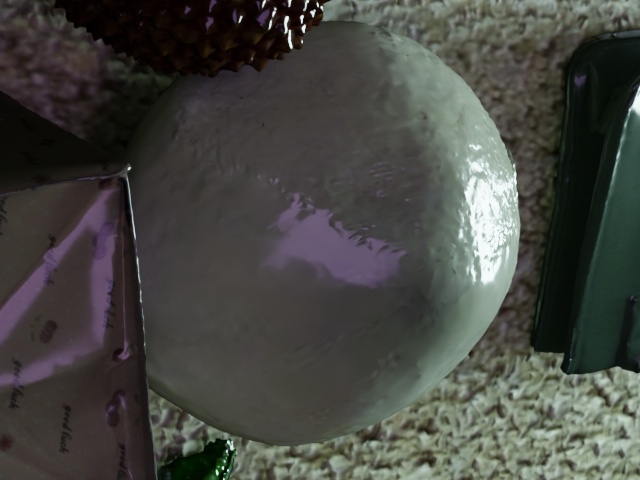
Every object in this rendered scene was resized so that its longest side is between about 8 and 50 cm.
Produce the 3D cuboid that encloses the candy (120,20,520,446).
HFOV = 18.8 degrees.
[{"bbox_3d":[0.000,0.000,1.186,0.295,0.185,0.295,-18,124,-29],"label":"candy"}]

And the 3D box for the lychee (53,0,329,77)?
[{"bbox_3d":[-0.073,-0.176,1.052,0.188,0.188,0.188,-15,117,-31],"label":"lychee"}]

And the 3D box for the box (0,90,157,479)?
[{"bbox_3d":[-0.258,0.065,1.022,0.297,0.190,0.225,-16,116,-31],"label":"box"}]

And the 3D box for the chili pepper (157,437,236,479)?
[{"bbox_3d":[-0.119,0.229,1.282,0.088,0.059,0.227,41,79,-44],"label":"chili pepper"}]

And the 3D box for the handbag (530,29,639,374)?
[{"bbox_3d":[0.281,-0.029,1.448,0.247,0.079,0.260,-9,116,-32],"label":"handbag"}]
